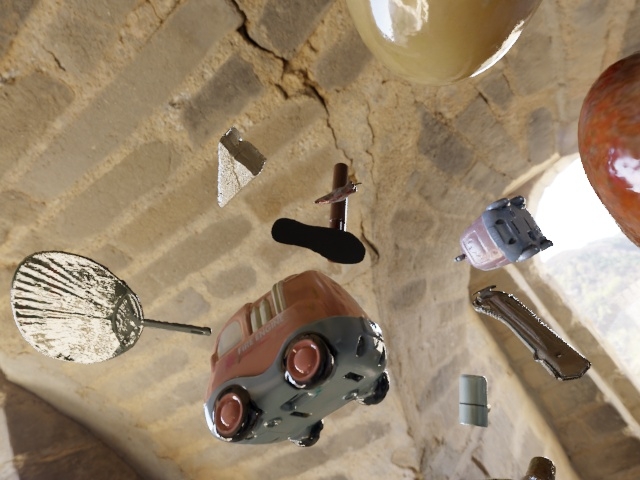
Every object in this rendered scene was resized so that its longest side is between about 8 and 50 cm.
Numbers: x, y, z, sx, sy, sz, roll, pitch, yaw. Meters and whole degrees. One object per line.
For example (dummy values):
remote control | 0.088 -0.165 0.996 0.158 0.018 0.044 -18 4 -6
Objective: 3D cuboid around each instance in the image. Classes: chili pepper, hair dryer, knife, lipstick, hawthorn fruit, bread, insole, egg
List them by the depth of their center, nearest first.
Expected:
hawthorn fruit | 0.354 -0.056 0.348 0.210 0.263 0.210 -22 2 1
egg | 0.169 -0.408 0.545 0.300 0.301 0.374 -20 -68 -20
hair dryer | 0.287 0.293 0.735 0.047 0.082 0.137 -5 -25 31
knife | 0.420 0.184 0.843 0.089 0.043 0.365 -34 14 6
bread | -0.200 -0.155 0.878 0.152 0.105 0.077 -34 23 37
insole | 0.000 0.000 1.007 0.253 0.005 0.086 17 -80 -17
chili pepper | 0.055 -0.136 1.203 0.153 0.041 0.050 -27 -8 12
lipstick | 0.059 -0.099 1.331 0.057 0.357 0.057 4 -27 2

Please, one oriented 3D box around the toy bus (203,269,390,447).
toy bus | -0.049 0.175 0.636 0.287 0.232 0.194 -38 -39 15

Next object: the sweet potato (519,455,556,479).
sweet potato | 0.360 0.504 0.710 0.109 0.109 0.385 -42 -12 27

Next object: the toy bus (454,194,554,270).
toy bus | 0.584 -0.004 1.327 0.294 0.197 0.231 -12 -21 -46

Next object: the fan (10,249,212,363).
fan | -0.350 0.101 0.643 0.293 0.012 0.224 -14 -61 4

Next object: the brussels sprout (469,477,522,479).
brussels sprout | 0.176 0.398 0.364 0.371 0.276 0.315 -14 22 45
